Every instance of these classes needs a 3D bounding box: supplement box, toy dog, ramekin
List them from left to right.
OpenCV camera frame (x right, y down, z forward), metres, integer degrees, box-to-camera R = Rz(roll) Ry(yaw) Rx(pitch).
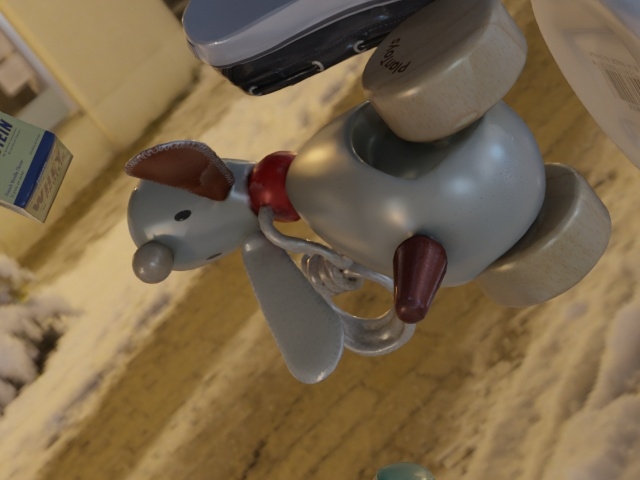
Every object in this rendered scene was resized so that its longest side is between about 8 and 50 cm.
[{"bbox_3d":[-0.226,-0.057,0.858,0.083,0.083,0.056,113,179,-83],"label":"supplement box"},{"bbox_3d":[0.000,0.000,0.693,0.333,0.220,0.161,-38,14,51],"label":"toy dog"},{"bbox_3d":[0.283,-0.151,0.943,0.135,0.277,0.277,-36,16,-2],"label":"ramekin"}]

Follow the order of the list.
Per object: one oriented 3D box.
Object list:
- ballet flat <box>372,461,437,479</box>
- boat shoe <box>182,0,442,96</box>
[{"bbox_3d":[0.117,0.330,1.508,0.086,0.086,0.248,-40,4,-7],"label":"ballet flat"},{"bbox_3d":[0.037,-0.136,0.677,0.228,0.076,0.080,-22,50,18],"label":"boat shoe"}]
